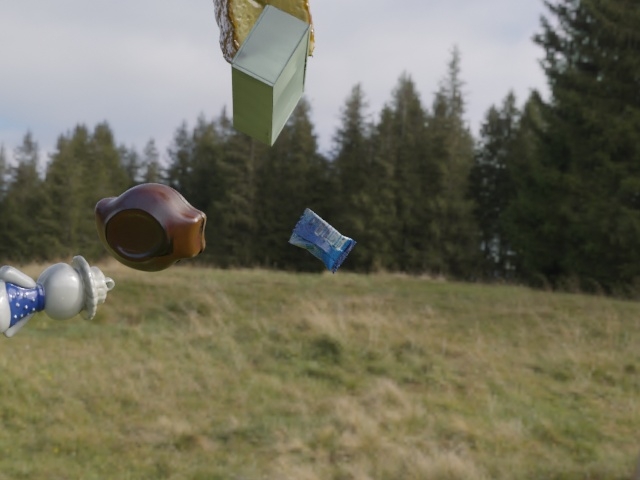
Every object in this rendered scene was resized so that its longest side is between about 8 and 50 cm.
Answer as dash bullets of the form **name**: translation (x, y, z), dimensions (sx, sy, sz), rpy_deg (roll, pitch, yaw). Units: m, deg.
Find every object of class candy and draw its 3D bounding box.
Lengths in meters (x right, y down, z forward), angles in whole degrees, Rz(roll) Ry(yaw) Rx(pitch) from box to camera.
- **candy**: translation (0.000, 0.001, 2.027), dimensions (0.136, 0.088, 0.038), rpy_deg (35, -1, 6)

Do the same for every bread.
- **bread**: translation (-0.142, -0.560, 2.151), dimensions (0.207, 0.279, 0.279), rpy_deg (-13, 17, -11)

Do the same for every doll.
- **doll**: translation (-0.498, 0.098, 1.584), dimensions (0.293, 0.138, 0.119), rpy_deg (-11, 28, -33)

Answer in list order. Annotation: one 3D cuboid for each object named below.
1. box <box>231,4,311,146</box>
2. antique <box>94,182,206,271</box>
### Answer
- **box**: translation (-0.087, -0.273, 1.541), dimensions (0.086, 0.130, 0.225), rpy_deg (27, -19, 5)
- **antique**: translation (-0.420, -0.031, 2.229), dimensions (0.278, 0.224, 0.129), rpy_deg (15, 21, 13)
